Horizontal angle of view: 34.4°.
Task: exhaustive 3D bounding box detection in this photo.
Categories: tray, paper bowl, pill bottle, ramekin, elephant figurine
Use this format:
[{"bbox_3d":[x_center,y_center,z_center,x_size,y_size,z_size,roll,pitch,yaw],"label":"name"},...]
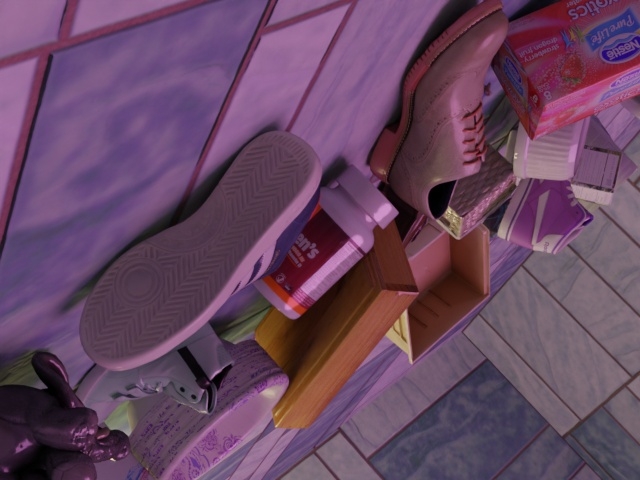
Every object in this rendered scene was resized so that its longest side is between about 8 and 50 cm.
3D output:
[{"bbox_3d":[0.011,0.123,1.726,0.076,0.203,0.411,6,139,-28],"label":"tray"},{"bbox_3d":[-0.200,0.269,1.689,0.284,0.148,0.284,-39,165,-12],"label":"paper bowl"},{"bbox_3d":[0.000,0.000,1.505,0.221,0.121,0.121,-44,166,3],"label":"pill bottle"},{"bbox_3d":[0.436,-0.208,1.923,0.207,0.109,0.207,14,90,-73],"label":"ramekin"},{"bbox_3d":[-0.331,0.223,1.225,0.169,0.186,0.239,-8,-169,-3],"label":"elephant figurine"}]

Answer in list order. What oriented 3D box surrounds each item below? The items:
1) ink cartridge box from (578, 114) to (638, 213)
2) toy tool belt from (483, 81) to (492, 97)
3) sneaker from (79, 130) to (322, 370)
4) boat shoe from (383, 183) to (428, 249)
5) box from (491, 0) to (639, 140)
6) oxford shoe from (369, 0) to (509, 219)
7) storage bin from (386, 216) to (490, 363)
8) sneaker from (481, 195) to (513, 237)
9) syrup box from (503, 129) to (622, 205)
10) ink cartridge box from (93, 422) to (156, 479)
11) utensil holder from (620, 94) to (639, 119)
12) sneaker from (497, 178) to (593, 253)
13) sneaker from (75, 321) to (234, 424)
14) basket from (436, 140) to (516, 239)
[{"bbox_3d":[0.558,-0.179,2.268,0.189,0.232,0.066,-50,162,28],"label":"ink cartridge box"},{"bbox_3d":[0.245,-0.234,1.631,0.052,0.051,0.083,-47,166,17],"label":"toy tool belt"},{"bbox_3d":[-0.126,0.030,1.229,0.350,0.131,0.148,-42,161,-7],"label":"sneaker"},{"bbox_3d":[0.130,-0.029,1.793,0.307,0.111,0.104,-50,163,26],"label":"boat shoe"},{"bbox_3d":[0.436,-0.296,1.604,0.299,0.154,0.142,-23,164,-4],"label":"box"},{"bbox_3d":[0.196,-0.177,1.465,0.140,0.146,0.397,-33,162,-26],"label":"oxford shoe"},{"bbox_3d":[0.247,0.091,2.311,0.262,0.123,0.260,-38,144,-21],"label":"storage bin"},{"bbox_3d":[0.469,-0.058,2.697,0.166,0.076,0.065,-33,164,-35],"label":"sneaker"},{"bbox_3d":[0.500,-0.151,2.165,0.096,0.236,0.093,54,50,-72],"label":"syrup box"},{"bbox_3d":[-0.326,0.442,1.592,0.117,0.278,0.201,-30,161,-50],"label":"ink cartridge box"},{"bbox_3d":[0.722,-0.424,1.849,0.385,0.327,0.328,-41,166,-18],"label":"utensil holder"},{"bbox_3d":[0.475,-0.100,2.045,0.282,0.161,0.102,-65,162,-14],"label":"sneaker"},{"bbox_3d":[-0.231,0.209,1.427,0.256,0.151,0.094,-46,167,18],"label":"sneaker"},{"bbox_3d":[0.292,-0.104,2.020,0.167,0.113,0.103,-41,162,-12],"label":"basket"}]
